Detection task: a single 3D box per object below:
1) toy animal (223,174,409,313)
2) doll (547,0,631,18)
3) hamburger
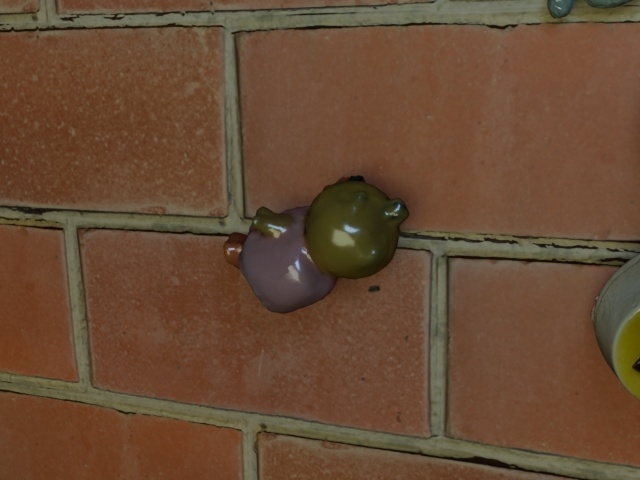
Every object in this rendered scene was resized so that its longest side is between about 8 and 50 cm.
[{"bbox_3d":[0.002,0.002,1.286,0.281,0.169,0.195,-30,134,21],"label":"toy animal"},{"bbox_3d":[0.377,-0.351,1.091,0.214,0.071,0.104,-27,93,22],"label":"doll"},{"bbox_3d":[0.496,0.092,1.119,0.295,0.151,0.227,-41,92,21],"label":"hamburger"}]
